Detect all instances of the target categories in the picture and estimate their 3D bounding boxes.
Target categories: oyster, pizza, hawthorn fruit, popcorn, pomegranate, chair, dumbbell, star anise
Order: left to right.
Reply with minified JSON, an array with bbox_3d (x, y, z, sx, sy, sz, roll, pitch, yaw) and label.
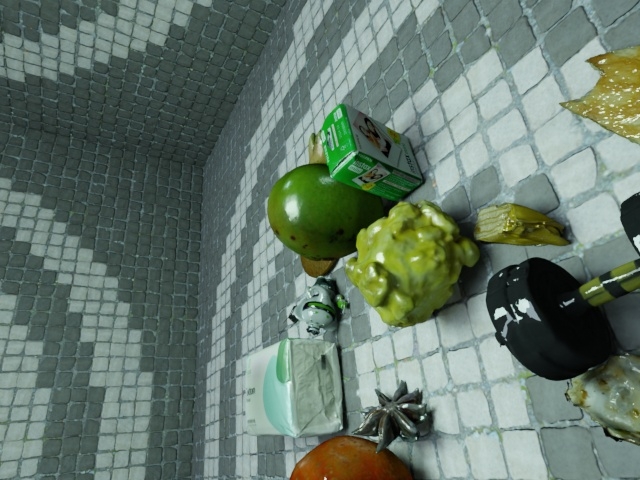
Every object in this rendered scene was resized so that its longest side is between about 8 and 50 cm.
[{"bbox_3d":[-0.099,0.280,1.519,0.037,0.042,0.086,-50,5,42],"label":"chair"},{"bbox_3d":[0.029,-0.121,1.100,0.216,0.310,0.357,-178,90,-66],"label":"pomegranate"},{"bbox_3d":[0.058,0.566,0.909,0.300,0.276,0.274,161,115,-65],"label":"hawthorn fruit"},{"bbox_3d":[0.156,0.394,0.921,0.205,0.181,0.061,-11,109,58],"label":"star anise"},{"bbox_3d":[0.186,0.043,0.889,0.250,0.235,0.241,-43,46,3],"label":"popcorn"},{"bbox_3d":[0.386,0.056,0.546,0.388,0.185,0.184,-49,42,44],"label":"dumbbell"},{"bbox_3d":[0.481,-0.216,0.611,0.262,0.034,0.180,27,105,60],"label":"pizza"},{"bbox_3d":[0.453,0.191,0.506,0.166,0.094,0.294,-67,15,-15],"label":"oyster"}]

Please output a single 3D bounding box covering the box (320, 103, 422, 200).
[{"bbox_3d":[0.126,-0.213,1.032,0.103,0.250,0.179,-40,49,41],"label":"box"}]

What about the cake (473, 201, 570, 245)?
[{"bbox_3d":[0.366,-0.028,0.765,0.185,0.116,0.079,78,-158,-80],"label":"cake"}]

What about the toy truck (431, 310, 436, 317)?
[{"bbox_3d":[0.231,0.171,0.957,0.083,0.024,0.031,-42,69,51],"label":"toy truck"}]

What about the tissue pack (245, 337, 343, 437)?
[{"bbox_3d":[-0.096,0.460,1.285,0.356,0.194,0.265,-37,51,52],"label":"tissue pack"}]

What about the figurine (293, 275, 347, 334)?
[{"bbox_3d":[-0.001,0.199,1.272,0.126,0.147,0.192,110,175,-57],"label":"figurine"}]

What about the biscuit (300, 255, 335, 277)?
[{"bbox_3d":[0.001,0.000,1.416,0.262,0.037,0.261,-27,58,56],"label":"biscuit"}]
